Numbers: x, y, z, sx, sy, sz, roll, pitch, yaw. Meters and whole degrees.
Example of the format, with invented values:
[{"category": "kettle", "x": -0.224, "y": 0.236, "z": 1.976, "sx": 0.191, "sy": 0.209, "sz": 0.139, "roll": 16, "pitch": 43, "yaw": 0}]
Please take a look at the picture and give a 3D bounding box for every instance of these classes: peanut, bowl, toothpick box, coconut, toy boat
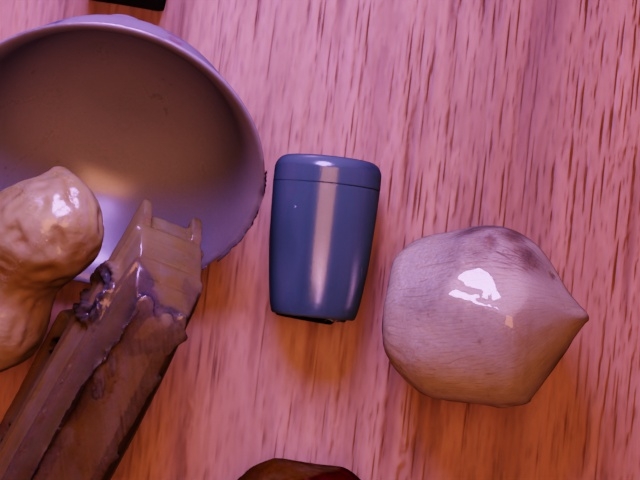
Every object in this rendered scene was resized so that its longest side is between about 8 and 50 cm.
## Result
[{"category": "peanut", "x": -0.331, "y": 0.051, "z": 1.500, "sx": 0.147, "sy": 0.147, "sz": 0.319, "roll": 49, "pitch": 121, "yaw": 1}, {"category": "bowl", "x": -0.223, "y": -0.126, "z": 1.539, "sx": 0.345, "sy": 0.346, "sz": 0.157, "roll": 8, "pitch": 41, "yaw": -3}, {"category": "toothpick box", "x": 0.000, "y": 0.000, "z": 1.591, "sx": 0.120, "sy": 0.120, "sz": 0.184, "roll": 7, "pitch": 88, "yaw": -4}, {"category": "coconut", "x": 0.180, "y": 0.080, "z": 1.559, "sx": 0.224, "sy": 0.224, "sz": 0.224, "roll": 0, "pitch": 86, "yaw": -4}, {"category": "toy boat", "x": -0.252, "y": 0.166, "z": 1.525, "sx": 0.136, "sy": 0.162, "sz": 0.446, "roll": 23, "pitch": 104, "yaw": -30}]

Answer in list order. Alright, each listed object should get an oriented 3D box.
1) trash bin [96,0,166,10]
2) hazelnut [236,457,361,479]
[{"category": "trash bin", "x": -0.201, "y": -0.383, "z": 1.586, "sx": 0.115, "sy": 0.165, "sz": 0.226, "roll": 8, "pitch": 87, "yaw": -4}, {"category": "hazelnut", "x": -0.040, "y": 0.324, "z": 1.551, "sx": 0.201, "sy": 0.170, "sz": 0.160, "roll": -34, "pitch": 122, "yaw": 29}]
